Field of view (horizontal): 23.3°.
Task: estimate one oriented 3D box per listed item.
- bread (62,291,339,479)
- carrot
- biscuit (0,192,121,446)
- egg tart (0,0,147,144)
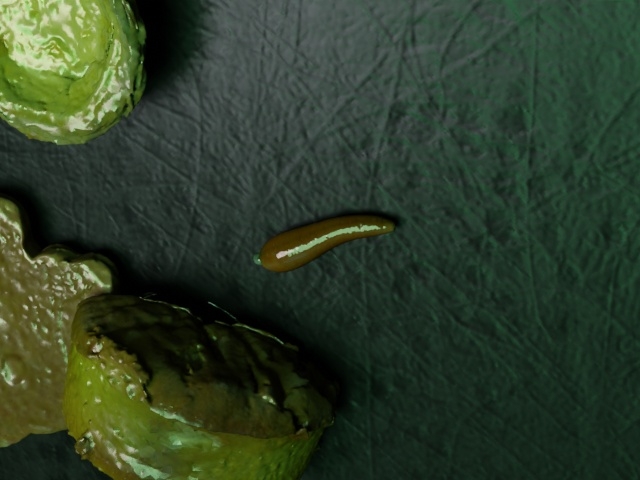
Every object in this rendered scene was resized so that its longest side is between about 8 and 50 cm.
[{"bbox_3d":[-0.124,0.155,1.396,0.260,0.147,0.160,22,119,0],"label":"bread"},{"bbox_3d":[0.000,0.000,1.344,0.142,0.035,0.035,-18,105,28],"label":"carrot"},{"bbox_3d":[-0.349,0.077,1.542,0.376,0.051,0.269,-14,106,28],"label":"biscuit"},{"bbox_3d":[-0.231,-0.190,1.328,0.212,0.090,0.213,13,122,22],"label":"egg tart"}]
